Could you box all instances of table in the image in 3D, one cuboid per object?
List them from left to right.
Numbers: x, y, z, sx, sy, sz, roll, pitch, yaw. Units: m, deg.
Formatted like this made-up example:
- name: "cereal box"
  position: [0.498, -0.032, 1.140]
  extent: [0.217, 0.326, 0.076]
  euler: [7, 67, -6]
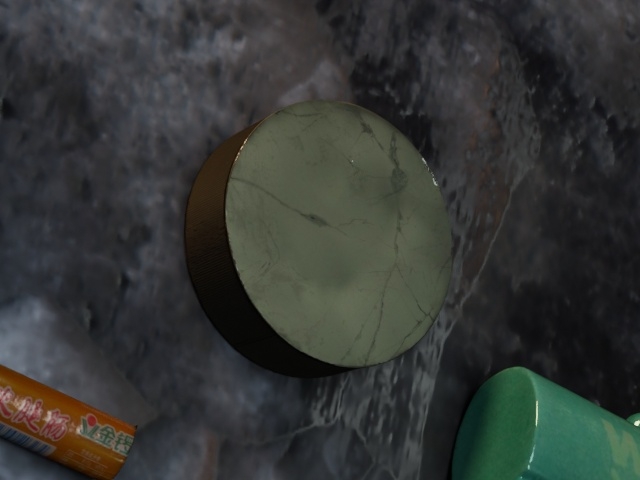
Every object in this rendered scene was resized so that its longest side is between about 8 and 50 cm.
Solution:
- name: "table"
  position: [0.000, 0.000, 0.983]
  extent: [0.133, 0.043, 0.133]
  euler: [10, 72, -32]

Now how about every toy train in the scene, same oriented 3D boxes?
- name: "toy train"
  position: [0.165, 0.160, 1.028]
  extent: [0.248, 0.101, 0.159]
  euler: [27, 50, -27]

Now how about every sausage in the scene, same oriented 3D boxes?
- name: "sausage"
  position: [-0.133, 0.074, 0.880]
  extent: [0.107, 0.031, 0.031]
  euler: [29, 63, -25]
